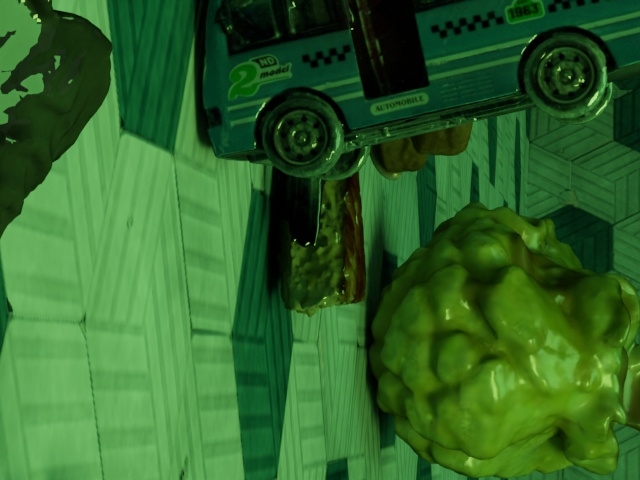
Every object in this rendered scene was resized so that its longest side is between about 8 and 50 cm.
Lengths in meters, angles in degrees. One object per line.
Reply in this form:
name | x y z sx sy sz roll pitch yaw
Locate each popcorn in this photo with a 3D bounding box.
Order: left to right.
popcorn | 0.162 0.096 1.679 0.224 0.270 0.258 -66 -152 11

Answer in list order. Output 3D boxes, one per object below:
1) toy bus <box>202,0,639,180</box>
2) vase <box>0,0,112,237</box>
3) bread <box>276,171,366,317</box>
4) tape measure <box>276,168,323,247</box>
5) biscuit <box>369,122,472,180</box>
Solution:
toy bus | 0.059 -0.113 1.039 0.113 0.246 0.134 -8 86 -80
vase | -0.119 0.047 0.400 0.115 0.115 0.237 76 19 -55
bread | 0.001 -0.022 1.248 0.154 0.054 0.136 -34 125 -85
tape measure | 0.036 -0.186 1.154 0.215 0.098 0.351 -24 -125 56
biscuit | 0.066 -0.197 1.388 0.432 0.064 0.283 155 -66 -84
